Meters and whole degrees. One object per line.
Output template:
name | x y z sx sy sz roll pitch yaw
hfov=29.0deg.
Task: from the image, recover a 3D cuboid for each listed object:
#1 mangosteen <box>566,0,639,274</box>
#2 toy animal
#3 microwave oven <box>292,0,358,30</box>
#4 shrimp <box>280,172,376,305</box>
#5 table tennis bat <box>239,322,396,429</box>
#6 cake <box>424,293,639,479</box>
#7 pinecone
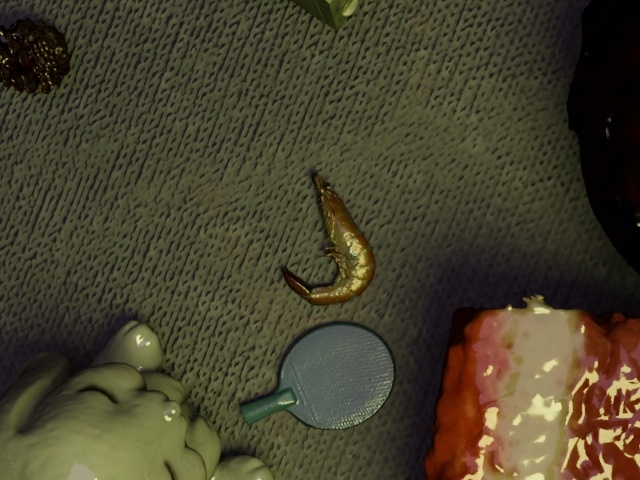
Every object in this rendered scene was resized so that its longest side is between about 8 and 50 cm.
mangosteen | 0.405 -0.100 0.987 0.422 0.381 0.380 19 89 -13
toy animal | -0.182 0.205 1.072 0.206 0.265 0.271 -39 86 4
microwave oven | 0.009 -0.352 1.145 0.194 0.145 0.240 36 91 3
shrimp | 0.000 0.000 1.184 0.091 0.025 0.127 -17 88 5
table tennis bat | -0.003 0.138 1.181 0.155 0.019 0.100 -24 85 2
cake | 0.246 0.193 1.030 0.320 0.269 0.269 11 87 6
pinecone | -0.284 -0.177 1.198 0.083 0.077 0.077 -10 86 29
